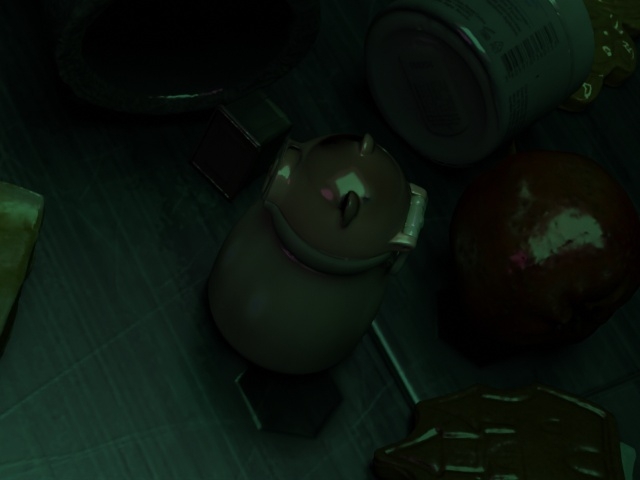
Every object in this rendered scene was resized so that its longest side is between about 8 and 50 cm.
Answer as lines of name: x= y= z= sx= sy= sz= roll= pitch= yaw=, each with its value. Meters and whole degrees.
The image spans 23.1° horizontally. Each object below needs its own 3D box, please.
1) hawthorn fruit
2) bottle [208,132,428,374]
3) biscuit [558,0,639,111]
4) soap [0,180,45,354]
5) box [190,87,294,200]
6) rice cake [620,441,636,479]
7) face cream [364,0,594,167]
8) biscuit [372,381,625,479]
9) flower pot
hawthorn fruit: x=0.197 y=-0.007 z=1.423 sx=0.179 sy=0.179 sz=0.200 roll=-9 pitch=65 yaw=-24
bottle: x=0.000 y=0.000 z=1.308 sx=0.147 sy=0.236 sz=0.148 roll=9 pitch=57 yaw=-14
biscuit: x=0.270 y=-0.262 z=1.698 sx=0.202 sy=0.044 sz=0.289 roll=26 pitch=52 yaw=-3
soap: x=-0.393 y=0.007 z=1.255 sx=0.315 sy=0.091 sz=0.199 roll=18 pitch=56 yaw=-8
box: x=-0.069 y=-0.091 z=1.438 sx=0.060 sy=0.085 sz=0.063 roll=46 pitch=50 yaw=12
rice cake: x=0.245 y=0.253 z=1.362 sx=0.042 sy=0.030 sz=0.180 roll=23 pitch=54 yaw=-12
face cream: x=0.151 y=-0.180 z=1.516 sx=0.153 sy=0.177 sz=0.177 roll=-36 pitch=76 yaw=-32
biscuit: x=0.152 y=0.192 z=1.333 sx=0.215 sy=0.034 sz=0.182 roll=3 pitch=44 yaw=-2
flower pot: x=-0.140 y=-0.281 z=1.430 sx=0.299 sy=0.299 sz=0.283 roll=-5 pitch=63 yaw=-22
